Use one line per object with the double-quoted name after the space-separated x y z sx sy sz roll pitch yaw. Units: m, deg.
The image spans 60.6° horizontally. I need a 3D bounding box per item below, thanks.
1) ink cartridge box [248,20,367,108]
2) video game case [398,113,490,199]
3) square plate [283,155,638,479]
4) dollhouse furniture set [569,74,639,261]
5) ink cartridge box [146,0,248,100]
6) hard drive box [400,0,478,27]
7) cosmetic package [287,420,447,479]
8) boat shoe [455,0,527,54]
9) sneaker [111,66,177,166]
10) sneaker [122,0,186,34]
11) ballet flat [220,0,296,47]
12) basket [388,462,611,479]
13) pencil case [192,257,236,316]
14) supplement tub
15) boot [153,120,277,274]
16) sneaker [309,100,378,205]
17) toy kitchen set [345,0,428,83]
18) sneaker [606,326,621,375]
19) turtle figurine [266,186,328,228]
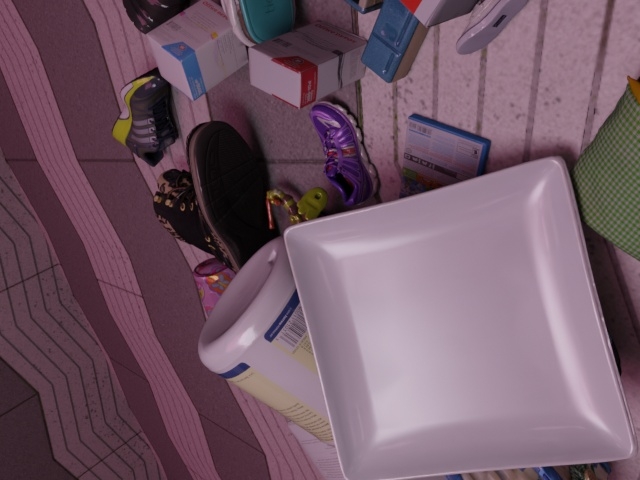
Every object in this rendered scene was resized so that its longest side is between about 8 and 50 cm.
-0.015 -0.243 0.749 0.099 0.135 0.056 34 141 29 "ink cartridge box"
0.165 -0.081 0.764 0.119 0.015 0.166 29 136 32 "video game case"
0.154 0.108 0.669 0.348 0.049 0.343 -14 89 19 "square plate"
0.354 -0.003 0.487 0.302 0.151 0.197 41 141 22 "dollhouse furniture set"
-0.191 -0.319 0.900 0.092 0.143 0.089 40 158 21 "ink cartridge box"
0.129 -0.364 0.529 0.181 0.089 0.232 50 144 11 "hard drive box"
0.134 0.432 1.037 0.365 0.197 0.155 56 145 3 "cosmetic package"
0.184 -0.248 0.606 0.100 0.035 0.035 -43 54 57 "boat shoe"
-0.353 -0.263 1.168 0.121 0.111 0.300 47 150 -4 "sneaker"
-0.326 -0.506 0.952 0.130 0.109 0.286 -26 105 48 "sneaker"
-0.112 -0.461 0.718 0.139 0.139 0.399 27 135 35 "ballet flat"
0.246 0.343 0.756 0.254 0.289 0.201 51 149 3 "basket"
-0.201 0.172 1.295 0.124 0.124 0.283 6 121 47 "pencil case"
0.004 0.170 0.849 0.325 0.235 0.235 38 148 -17 "supplement tub"
-0.235 -0.087 1.105 0.284 0.138 0.377 25 147 38 "boot"
0.029 -0.132 0.835 0.068 0.071 0.169 -19 101 53 "sneaker"
0.005 -0.285 0.665 0.207 0.166 0.122 44 142 17 "toy kitchen set"
0.274 0.162 0.751 0.106 0.101 0.267 55 144 -2 "sneaker"
0.000 0.000 0.951 0.269 0.087 0.217 61 162 5 "turtle figurine"
